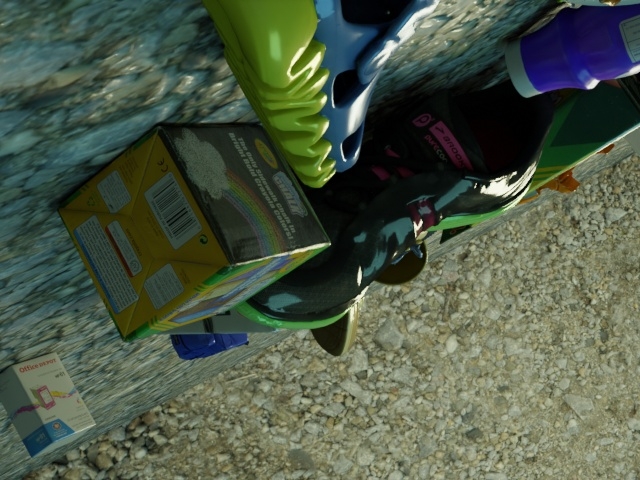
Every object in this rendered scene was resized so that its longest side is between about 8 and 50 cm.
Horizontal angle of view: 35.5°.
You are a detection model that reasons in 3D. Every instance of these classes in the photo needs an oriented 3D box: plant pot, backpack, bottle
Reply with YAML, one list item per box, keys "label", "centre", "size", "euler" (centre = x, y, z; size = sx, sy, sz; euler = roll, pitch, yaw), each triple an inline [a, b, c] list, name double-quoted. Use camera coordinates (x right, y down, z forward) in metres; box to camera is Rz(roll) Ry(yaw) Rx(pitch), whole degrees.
- label: "plant pot"
  centre: [0.134, 0.001, 1.830]
  size: [0.134, 0.134, 0.095]
  euler: [-33, -165, 25]
- label: "backpack"
  centre: [-0.194, 0.139, 1.603]
  size: [0.120, 0.097, 0.101]
  euler: [-20, 171, 43]
- label: "bottle"
  centre: [0.333, -0.223, 1.039]
  size: [0.283, 0.092, 0.118]
  euler: [-17, -175, 32]

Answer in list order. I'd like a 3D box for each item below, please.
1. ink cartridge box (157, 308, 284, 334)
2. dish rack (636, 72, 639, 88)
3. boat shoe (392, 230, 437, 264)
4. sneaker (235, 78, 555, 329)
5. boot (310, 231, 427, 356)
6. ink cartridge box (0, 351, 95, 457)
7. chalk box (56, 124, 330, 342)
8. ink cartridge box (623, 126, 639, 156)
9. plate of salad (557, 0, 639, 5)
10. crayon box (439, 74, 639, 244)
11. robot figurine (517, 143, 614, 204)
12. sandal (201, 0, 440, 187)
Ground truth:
- label: "ink cartridge box"
  centre: [-0.091, 0.056, 1.222]
  size: [0.203, 0.085, 0.148]
  euler: [-6, -172, 39]
- label: "dish rack"
  centre: [0.543, -0.286, 1.373]
  size: [0.271, 0.074, 0.208]
  euler: [-52, -174, 22]
- label: "boat shoe"
  centre: [0.112, -0.006, 1.729]
  size: [0.258, 0.109, 0.089]
  euler: [-20, 147, 39]
- label: "sneaker"
  centre: [0.075, -0.069, 1.104]
  size: [0.483, 0.185, 0.202]
  euler: [-31, 160, -33]
- label: "boot"
  centre: [0.074, 0.035, 1.534]
  size: [0.203, 0.095, 0.261]
  euler: [-26, 128, -40]
- label: "ink cartridge box"
  centre: [-0.380, 0.223, 1.373]
  size: [0.052, 0.122, 0.088]
  euler: [-38, 169, 27]
- label: "chalk box"
  centre: [-0.094, -0.014, 0.877]
  size: [0.132, 0.132, 0.213]
  euler: [-34, 169, 26]
- label: "ink cartridge box"
  centre: [0.661, -0.239, 1.772]
  size: [0.233, 0.168, 0.171]
  euler: [-43, 178, 27]
- label: "plate of salad"
  centre: [0.279, -0.239, 0.858]
  size: [0.200, 0.048, 0.200]
  euler: [-2, 166, 0]
- label: "crayon box"
  centre: [0.283, -0.136, 1.375]
  size: [0.319, 0.081, 0.202]
  euler: [-34, -167, 24]
- label: "robot figurine"
  centre: [0.312, -0.113, 1.588]
  size: [0.211, 0.085, 0.291]
  euler: [-43, -167, -27]
- label: "sandal"
  centre: [0.011, -0.126, 0.618]
  size: [0.138, 0.126, 0.317]
  euler: [-33, 173, -4]
